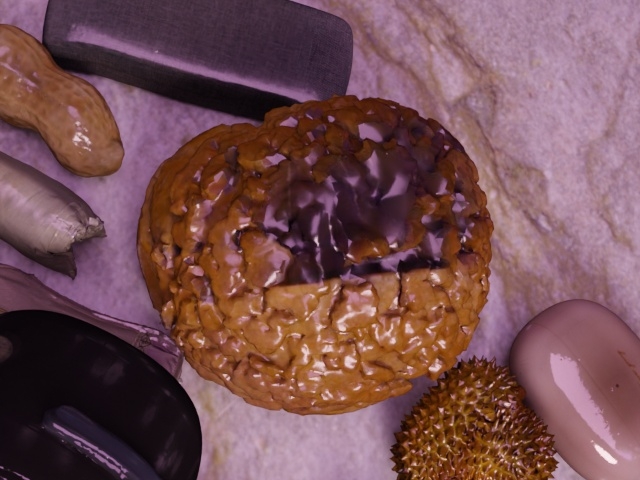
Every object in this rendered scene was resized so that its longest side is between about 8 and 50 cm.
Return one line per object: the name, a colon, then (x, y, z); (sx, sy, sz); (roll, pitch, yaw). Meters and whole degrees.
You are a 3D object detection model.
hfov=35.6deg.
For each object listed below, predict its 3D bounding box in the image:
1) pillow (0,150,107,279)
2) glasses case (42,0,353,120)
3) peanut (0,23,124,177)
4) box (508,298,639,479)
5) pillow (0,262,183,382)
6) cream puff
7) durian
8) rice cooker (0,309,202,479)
pillow: (-0.296, -0.041, 0.940); (0.181, 0.134, 0.078); (31, 80, -2)
glasses case: (-0.126, -0.213, 1.065); (0.323, 0.074, 0.131); (14, 68, -9)
peanut: (-0.275, -0.136, 0.998); (0.193, 0.089, 0.089); (42, 68, 0)
box: (0.287, 0.159, 1.040); (0.146, 0.088, 0.200); (-32, 81, -23)
pillow: (-0.249, 0.110, 0.948); (0.233, 0.038, 0.130); (26, 67, -2)
cream puff: (0.000, 0.000, 0.946); (0.343, 0.231, 0.327); (32, 71, -2)
durian: (0.150, 0.203, 0.964); (0.158, 0.137, 0.168); (39, 98, -6)
rice cooker: (-0.227, 0.198, 0.802); (0.267, 0.267, 0.224); (31, 25, -2)
